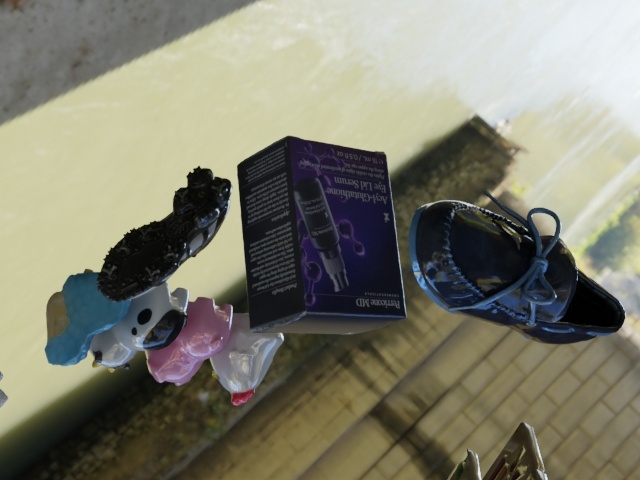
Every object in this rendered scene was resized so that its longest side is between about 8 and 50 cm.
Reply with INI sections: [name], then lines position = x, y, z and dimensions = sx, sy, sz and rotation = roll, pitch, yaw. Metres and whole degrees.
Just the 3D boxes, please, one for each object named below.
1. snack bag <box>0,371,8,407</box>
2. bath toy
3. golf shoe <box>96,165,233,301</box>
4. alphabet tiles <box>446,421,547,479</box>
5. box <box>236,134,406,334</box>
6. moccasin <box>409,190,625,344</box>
[snack bag]
position = -0.485, 0.211, 0.962
dimensions = 0.323, 0.342, 0.037
rotation = -53, 130, -16
[bath toy]
position = -0.193, 0.136, 1.277
dimensions = 0.348, 0.151, 0.129
rotation = 23, 69, -48
[golf shoe]
position = -0.174, 0.007, 1.139
dimensions = 0.198, 0.077, 0.094
rotation = -44, 161, -15
[alphabet tiles]
position = 0.038, 0.276, 0.548
dimensions = 0.342, 0.011, 0.285
rotation = -61, -176, 16
[box]
position = 0.000, 0.000, 1.116
dimensions = 0.153, 0.207, 0.108
rotation = 4, 162, -39
[moccasin]
position = 0.223, 0.029, 1.033
dimensions = 0.342, 0.117, 0.138
rotation = 19, 73, -49
